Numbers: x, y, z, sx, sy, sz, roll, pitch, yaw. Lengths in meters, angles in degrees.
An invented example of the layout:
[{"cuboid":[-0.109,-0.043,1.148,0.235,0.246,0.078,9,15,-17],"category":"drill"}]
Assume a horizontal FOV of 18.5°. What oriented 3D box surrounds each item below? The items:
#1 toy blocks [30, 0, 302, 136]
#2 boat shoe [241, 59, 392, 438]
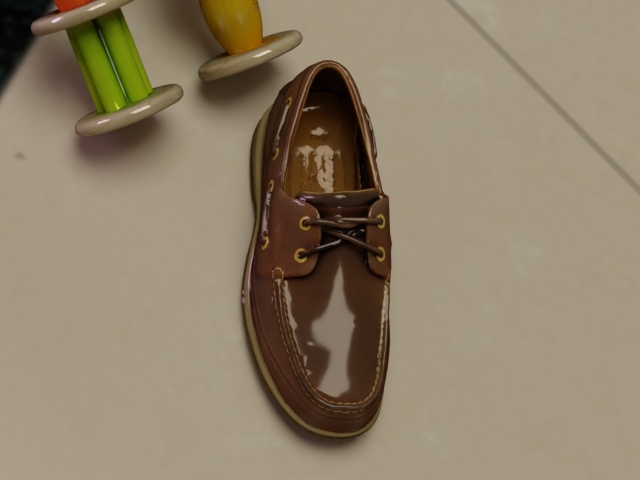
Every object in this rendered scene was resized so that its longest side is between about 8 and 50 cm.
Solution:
[{"cuboid":[-0.085,-0.137,0.894,0.123,0.054,0.148,-27,103,-28],"category":"toy blocks"},{"cuboid":[0.000,0.000,0.874,0.064,0.060,0.178,3,60,-14],"category":"boat shoe"}]
